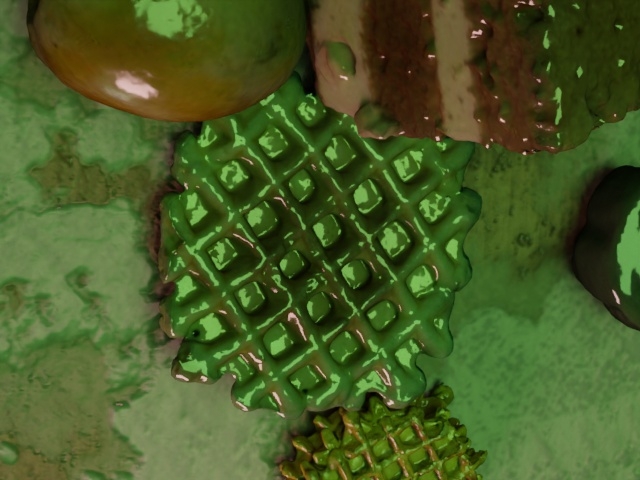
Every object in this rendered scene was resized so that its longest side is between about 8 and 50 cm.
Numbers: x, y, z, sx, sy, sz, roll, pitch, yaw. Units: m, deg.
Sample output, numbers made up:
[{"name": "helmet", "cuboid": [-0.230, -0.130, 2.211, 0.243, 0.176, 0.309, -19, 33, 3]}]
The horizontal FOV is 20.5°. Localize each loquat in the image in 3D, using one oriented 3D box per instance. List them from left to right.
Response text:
[{"name": "loquat", "cuboid": [-0.115, -0.179, 1.364, 0.227, 0.179, 0.179, 9, 101, -25]}]

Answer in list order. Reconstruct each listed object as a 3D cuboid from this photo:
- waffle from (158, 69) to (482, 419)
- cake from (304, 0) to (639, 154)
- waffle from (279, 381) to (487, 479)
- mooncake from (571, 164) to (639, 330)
[{"name": "waffle", "cuboid": [0.000, 0.000, 1.512, 0.292, 0.056, 0.309, 5, 92, -24]}, {"name": "cake", "cuboid": [0.142, -0.233, 1.366, 0.256, 0.290, 0.282, -26, 118, -38]}, {"name": "waffle", "cuboid": [0.057, 0.230, 1.606, 0.193, 0.070, 0.197, -2, 105, -23]}, {"name": "mooncake", "cuboid": [0.319, 0.005, 1.636, 0.168, 0.104, 0.175, -35, 112, -7]}]
